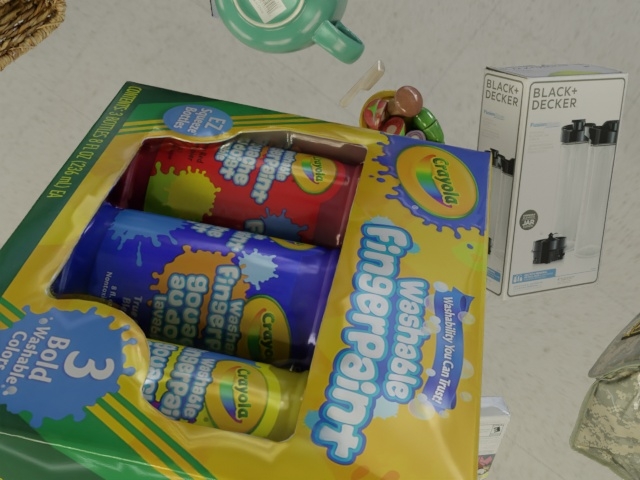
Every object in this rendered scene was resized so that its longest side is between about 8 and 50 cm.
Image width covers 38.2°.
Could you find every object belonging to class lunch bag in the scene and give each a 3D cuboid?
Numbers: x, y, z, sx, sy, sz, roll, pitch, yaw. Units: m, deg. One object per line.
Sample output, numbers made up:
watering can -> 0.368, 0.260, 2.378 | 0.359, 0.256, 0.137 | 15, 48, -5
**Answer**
lunch bag -> 0.538, 0.216, 1.474 | 0.169, 0.287, 0.235 | 31, 50, 29

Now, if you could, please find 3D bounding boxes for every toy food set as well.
toy food set -> 0.136, -0.185, 1.492 | 0.128, 0.071, 0.218 | -41, 99, -25

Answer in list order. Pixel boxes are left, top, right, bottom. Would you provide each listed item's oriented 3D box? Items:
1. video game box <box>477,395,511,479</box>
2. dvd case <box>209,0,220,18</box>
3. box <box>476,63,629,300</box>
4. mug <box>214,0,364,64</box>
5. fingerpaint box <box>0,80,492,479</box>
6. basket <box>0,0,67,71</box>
video game box -> 0.151, 0.303, 1.323 | 0.205, 0.048, 0.187 | 0, 126, -14
dvd case -> -0.115, -0.428, 1.440 | 0.022, 0.253, 0.180 | -20, 117, -29
box -> 0.290, -0.079, 1.202 | 0.169, 0.087, 0.289 | -6, 110, -26
mug -> -0.029, -0.250, 0.924 | 0.158, 0.097, 0.129 | 10, 106, 7
fingerpaint box -> -0.059, 0.062, 0.763 | 0.371, 0.444, 0.163 | 12, 128, 4
basket -> -0.540, -0.372, 1.335 | 0.223, 0.213, 0.299 | 39, 60, 7
